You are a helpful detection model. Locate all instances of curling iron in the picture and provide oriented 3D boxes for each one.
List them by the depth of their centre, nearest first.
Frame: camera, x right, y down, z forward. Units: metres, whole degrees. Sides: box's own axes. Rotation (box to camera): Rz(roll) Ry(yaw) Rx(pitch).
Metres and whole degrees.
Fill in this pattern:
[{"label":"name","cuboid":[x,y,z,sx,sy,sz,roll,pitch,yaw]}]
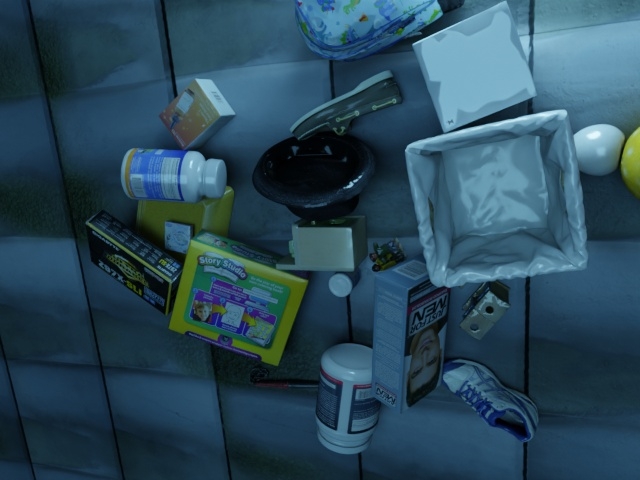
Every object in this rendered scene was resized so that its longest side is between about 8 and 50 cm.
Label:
[{"label":"curling iron","cuboid":[-0.112,0.456,1.686,0.273,0.035,0.068,4,106,19]}]

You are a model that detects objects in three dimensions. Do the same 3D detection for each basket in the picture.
[{"label":"basket","cuboid":[0.393,-0.101,1.174,0.331,0.266,0.328,-9,101,21]}]

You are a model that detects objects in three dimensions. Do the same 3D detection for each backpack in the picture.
[{"label":"backpack","cuboid":[0.108,-0.581,1.225,0.355,0.273,0.290,-22,103,36]}]

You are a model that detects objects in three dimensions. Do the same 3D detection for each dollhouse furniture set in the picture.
[{"label":"dollhouse furniture set","cuboid":[0.382,0.139,1.369,0.183,0.129,0.129,36,113,6]}]

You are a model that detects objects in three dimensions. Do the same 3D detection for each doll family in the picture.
[{"label":"doll family","cuboid":[0.202,0.087,1.448,0.111,0.076,0.193,-31,88,5]}]

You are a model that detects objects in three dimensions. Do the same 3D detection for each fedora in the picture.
[{"label":"fedora","cuboid":[-0.009,-0.152,1.393,0.334,0.334,0.153,5,139,19]}]

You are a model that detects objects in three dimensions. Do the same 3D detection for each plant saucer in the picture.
[{"label":"plant saucer","cuboid":[-0.460,-0.049,1.648,0.332,0.081,0.333,19,110,15]}]

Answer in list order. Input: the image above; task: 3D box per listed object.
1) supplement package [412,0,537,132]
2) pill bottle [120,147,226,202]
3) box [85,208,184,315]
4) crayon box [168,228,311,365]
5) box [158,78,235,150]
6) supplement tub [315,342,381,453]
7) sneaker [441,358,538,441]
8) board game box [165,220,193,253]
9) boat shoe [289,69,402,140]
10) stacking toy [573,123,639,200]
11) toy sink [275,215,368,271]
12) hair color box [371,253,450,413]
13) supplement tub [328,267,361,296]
[{"label":"supplement package","cuboid":[0.350,-0.377,1.164,0.198,0.262,0.199,-19,98,23]},{"label":"pill bottle","cuboid":[-0.418,-0.186,1.506,0.271,0.152,0.152,3,106,5]},{"label":"box","cuboid":[-0.588,0.077,1.656,0.322,0.079,0.257,35,146,3]},{"label":"crayon box","cuboid":[-0.246,0.176,1.582,0.362,0.106,0.313,19,110,-1]},{"label":"box","cuboid":[-0.360,-0.366,1.518,0.170,0.091,0.130,-36,91,24]},{"label":"supplement tub","cuboid":[0.084,0.460,1.531,0.191,0.191,0.272,11,108,17]},{"label":"sneaker","cuboid":[0.457,0.433,1.424,0.296,0.131,0.112,26,114,13]},{"label":"board game box","cuboid":[-0.434,-0.010,1.595,0.090,0.020,0.090,11,109,17]},{"label":"boat shoe","cuboid":[0.064,-0.331,1.355,0.305,0.109,0.091,-26,96,13]},{"label":"stacking toy","cuboid":[0.768,-0.160,1.087,0.479,0.350,0.351,15,110,31]},{"label":"toy sink","cuboid":[0.000,0.000,1.457,0.234,0.153,0.131,0,105,21]},{"label":"hair color box","cuboid":[0.238,0.245,1.372,0.113,0.185,0.375,24,124,43]},{"label":"supplement tub","cuboid":[0.071,0.112,1.486,0.071,0.107,0.071,6,107,19]}]
